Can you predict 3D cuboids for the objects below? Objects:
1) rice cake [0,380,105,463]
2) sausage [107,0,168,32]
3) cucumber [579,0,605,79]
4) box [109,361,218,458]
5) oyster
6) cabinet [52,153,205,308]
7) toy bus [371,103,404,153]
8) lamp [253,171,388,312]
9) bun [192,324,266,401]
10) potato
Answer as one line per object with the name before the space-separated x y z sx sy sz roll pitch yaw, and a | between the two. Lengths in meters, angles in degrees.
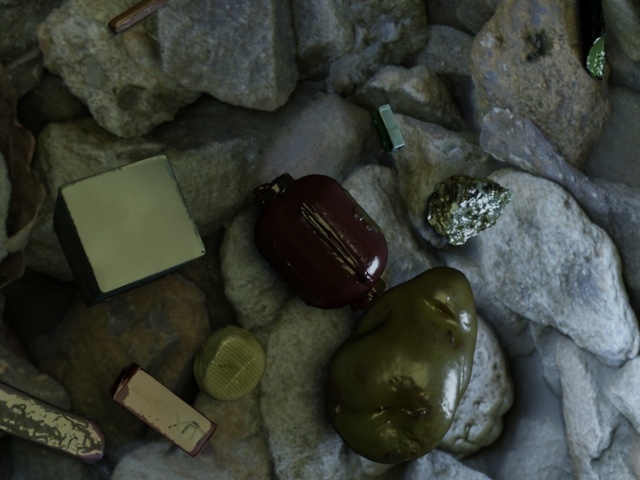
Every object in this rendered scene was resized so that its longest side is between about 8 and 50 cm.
rice cake | -0.467 0.201 0.975 0.399 0.070 0.064 29 66 -16
sausage | -0.295 -0.373 1.188 0.116 0.026 0.026 -42 97 -23
cucumber | 0.582 -0.453 1.556 0.046 0.070 0.220 -3 77 7
box | -0.226 0.239 1.046 0.156 0.111 0.060 41 75 -9
oyster | 0.272 -0.066 1.347 0.177 0.064 0.125 -43 101 -22
cabinet | -0.275 -0.008 1.022 0.145 0.206 0.150 -22 88 -25
toy bus | 0.122 -0.201 1.322 0.031 0.037 0.083 -22 89 -25
lamp | 0.000 0.000 1.152 0.258 0.180 0.180 48 66 -9
bun | -0.141 0.185 1.116 0.115 0.069 0.115 -5 103 -24
potato | 0.146 0.187 1.166 0.218 0.202 0.351 49 58 -20
